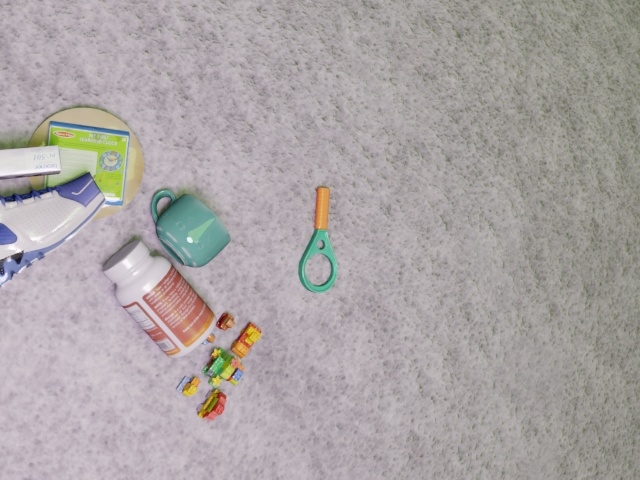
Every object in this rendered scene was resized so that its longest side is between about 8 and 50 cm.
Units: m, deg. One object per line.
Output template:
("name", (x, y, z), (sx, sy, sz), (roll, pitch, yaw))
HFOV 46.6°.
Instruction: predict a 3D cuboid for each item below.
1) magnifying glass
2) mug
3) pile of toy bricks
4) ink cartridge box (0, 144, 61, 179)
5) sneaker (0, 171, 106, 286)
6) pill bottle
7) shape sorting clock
("magnifying glass", (0.000, 0.000, 1.631), (0.092, 0.026, 0.231), (5, 87, -31))
("mug", (-0.260, -0.015, 1.429), (0.097, 0.158, 0.129), (-47, 136, -19))
("pile of toy bricks", (-0.192, 0.246, 1.469), (0.118, 0.105, 0.212), (42, 70, -24))
("ink cartridge box", (-0.546, -0.125, 1.245), (0.207, 0.097, 0.046), (-8, 94, -20))
("sneaker", (-0.529, -0.040, 1.244), (0.315, 0.127, 0.182), (-39, 109, -14))
("pill bottle", (-0.304, 0.107, 1.394), (0.121, 0.121, 0.216), (-45, 112, -23))
("shape sorting clock", (-0.430, -0.140, 1.365), (0.206, 0.040, 0.206), (-2, 96, -21))
